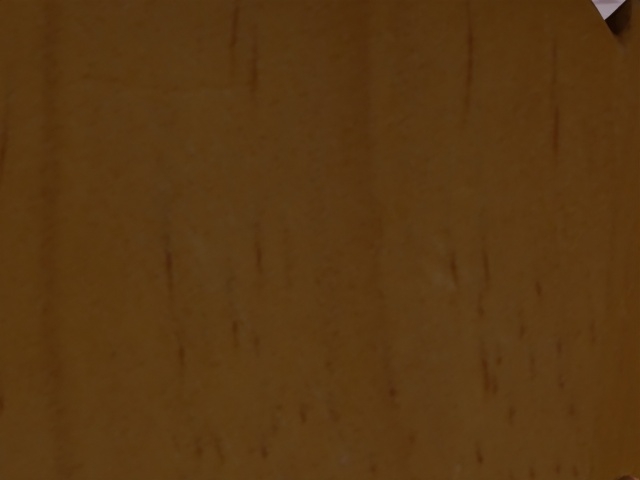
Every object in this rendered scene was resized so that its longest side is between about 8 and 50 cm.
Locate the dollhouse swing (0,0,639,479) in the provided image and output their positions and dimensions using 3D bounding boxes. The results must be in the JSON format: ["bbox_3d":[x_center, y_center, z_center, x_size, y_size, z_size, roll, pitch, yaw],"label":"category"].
[{"bbox_3d":[-0.097,0.040,0.635,0.347,0.315,0.305,6,179,-18],"label":"dollhouse swing"}]
